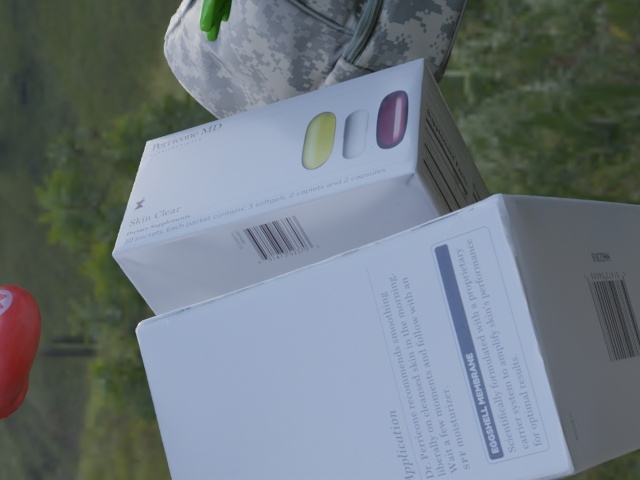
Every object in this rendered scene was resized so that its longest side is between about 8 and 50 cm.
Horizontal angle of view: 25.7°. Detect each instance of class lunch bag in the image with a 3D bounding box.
[{"bbox_3d":[-0.014,-0.230,1.464,0.305,0.256,0.212,136,153,-61],"label":"lunch bag"}]

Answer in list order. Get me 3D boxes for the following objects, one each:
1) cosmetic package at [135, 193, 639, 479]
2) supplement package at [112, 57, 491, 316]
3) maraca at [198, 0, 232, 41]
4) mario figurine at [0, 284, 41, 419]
[{"bbox_3d":[0.063,0.075,0.774,0.224,0.225,0.138,0,-106,-58],"label":"cosmetic package"},{"bbox_3d":[0.000,0.000,1.164,0.145,0.262,0.204,-82,-31,-47],"label":"supplement package"},{"bbox_3d":[-0.080,-0.262,1.199,0.127,0.099,0.185,-64,-14,-54],"label":"maraca"},{"bbox_3d":[-0.393,0.086,1.219,0.170,0.320,0.198,-5,-97,-69],"label":"mario figurine"}]
